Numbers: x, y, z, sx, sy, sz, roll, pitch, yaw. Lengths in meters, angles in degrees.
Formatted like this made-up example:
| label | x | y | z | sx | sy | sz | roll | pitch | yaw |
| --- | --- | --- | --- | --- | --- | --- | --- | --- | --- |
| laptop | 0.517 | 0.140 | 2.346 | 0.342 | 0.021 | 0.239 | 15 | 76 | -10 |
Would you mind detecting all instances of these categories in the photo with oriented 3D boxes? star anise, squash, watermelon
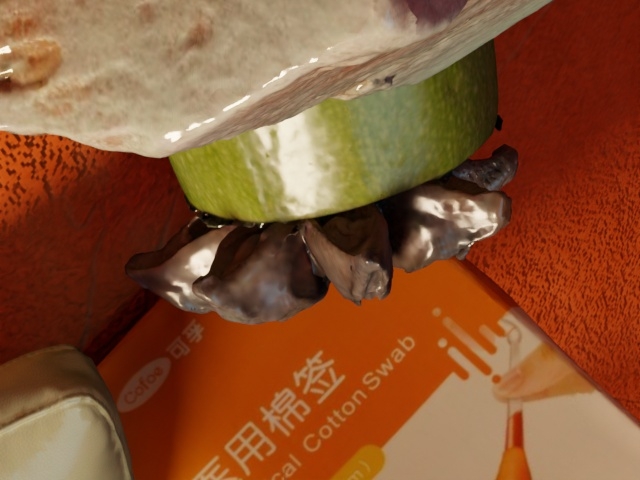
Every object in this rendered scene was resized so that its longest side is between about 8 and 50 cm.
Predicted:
| label | x | y | z | sx | sy | sz | roll | pitch | yaw |
| --- | --- | --- | --- | --- | --- | --- | --- | --- | --- |
| star anise | -0.001 | 0.005 | 1.014 | 0.172 | 0.208 | 0.063 | -54 | 134 | -68 |
| squash | -0.015 | -0.154 | 0.976 | 0.189 | 0.189 | 0.260 | -29 | 116 | -28 |
| watermelon | -0.033 | -0.131 | 0.738 | 0.387 | 0.258 | 0.228 | -6 | 116 | -17 |

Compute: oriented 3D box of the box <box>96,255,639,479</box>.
| label | x | y | z | sx | sy | sz | roll | pitch | yaw |
| --- | --- | --- | --- | --- | --- | --- | --- | --- | --- |
| box | 0.050 | 0.136 | 1.101 | 0.225 | 0.341 | 0.143 | -46 | 156 | -2 |

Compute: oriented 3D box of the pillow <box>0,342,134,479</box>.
| label | x | y | z | sx | sy | sz | roll | pitch | yaw |
| --- | --- | --- | --- | --- | --- | --- | --- | --- | --- |
| pillow | -0.239 | 0.200 | 1.005 | 0.322 | 0.120 | 0.255 | -24 | 140 | -15 |
